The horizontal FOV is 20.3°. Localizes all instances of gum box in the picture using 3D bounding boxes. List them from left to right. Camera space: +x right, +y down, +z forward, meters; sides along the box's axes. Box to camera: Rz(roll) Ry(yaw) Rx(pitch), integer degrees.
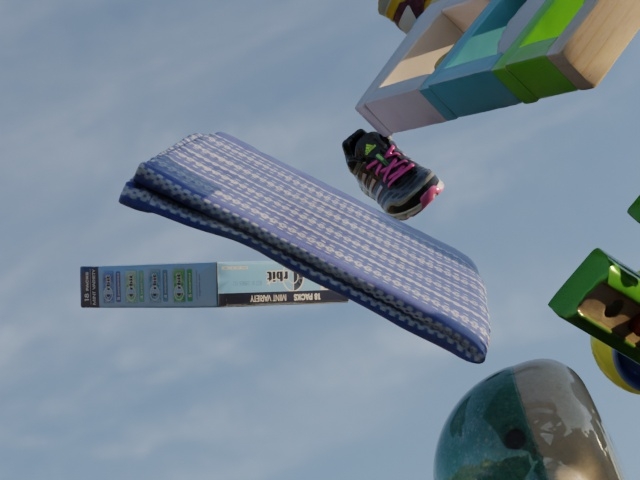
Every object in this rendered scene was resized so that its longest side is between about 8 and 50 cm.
[{"bbox_3d":[-0.094,0.039,1.578,0.157,0.041,0.184,0,-2,-45],"label":"gum box"}]

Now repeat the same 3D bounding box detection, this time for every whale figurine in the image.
[{"bbox_3d":[0.172,0.227,1.335,0.141,0.272,0.216,-20,-19,8],"label":"whale figurine"}]

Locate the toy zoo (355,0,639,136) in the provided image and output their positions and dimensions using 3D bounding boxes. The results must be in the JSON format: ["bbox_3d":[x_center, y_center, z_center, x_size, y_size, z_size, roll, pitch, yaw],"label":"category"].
[{"bbox_3d":[0.125,-0.149,1.041,0.030,0.192,0.293,43,-17,-16],"label":"toy zoo"}]

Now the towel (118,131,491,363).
[{"bbox_3d":[0.000,0.000,1.207,0.243,0.040,0.336,26,8,1],"label":"towel"}]

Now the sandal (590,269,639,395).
[{"bbox_3d":[0.340,0.006,1.428,0.126,0.138,0.317,26,-78,-8],"label":"sandal"}]

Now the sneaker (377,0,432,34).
[{"bbox_3d":[0.137,-0.281,1.759,0.185,0.084,0.069,-57,-10,15],"label":"sneaker"}]

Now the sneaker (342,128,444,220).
[{"bbox_3d":[0.067,-0.074,1.842,0.063,0.170,0.075,-40,-65,-6],"label":"sneaker"}]

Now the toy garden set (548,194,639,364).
[{"bbox_3d":[0.275,-0.010,1.025,0.244,0.049,0.203,-51,-44,11],"label":"toy garden set"}]
